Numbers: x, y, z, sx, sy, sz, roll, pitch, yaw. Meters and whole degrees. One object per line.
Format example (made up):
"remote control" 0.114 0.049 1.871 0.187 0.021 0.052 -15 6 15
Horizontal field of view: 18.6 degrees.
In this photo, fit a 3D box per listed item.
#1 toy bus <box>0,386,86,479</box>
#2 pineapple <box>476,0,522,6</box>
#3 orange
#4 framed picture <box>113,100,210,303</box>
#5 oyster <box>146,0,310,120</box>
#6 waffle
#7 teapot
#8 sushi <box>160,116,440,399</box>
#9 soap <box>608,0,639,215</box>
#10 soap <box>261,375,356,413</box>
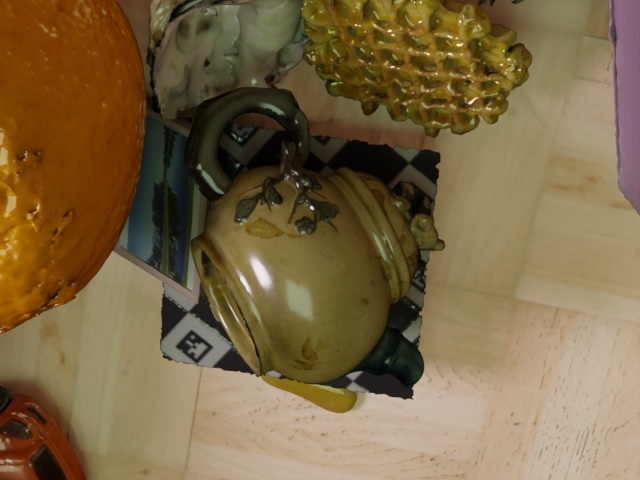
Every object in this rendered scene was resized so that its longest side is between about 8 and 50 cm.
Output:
"toy bus" -0.378 0.253 1.746 0.329 0.153 0.143 -16 120 14
"pineapple" 0.138 -0.235 1.390 0.176 0.137 0.161 -25 115 21
"orange" -0.289 -0.100 1.440 0.340 0.293 0.340 7 138 6
"framed picture" -0.127 -0.035 1.579 0.109 0.011 0.149 29 127 35
"oyster" -0.058 -0.176 1.499 0.191 0.081 0.163 -24 141 4
"waffle" 0.069 -0.140 1.470 0.191 0.038 0.191 16 154 8
"teapot" 0.000 0.000 1.502 0.182 0.173 0.269 -26 99 -12
"sushi" -0.017 0.006 1.613 0.220 0.047 0.231 9 118 7
"soap" 0.347 -0.168 1.378 0.285 0.107 0.296 -11 120 -10
"soap" -0.010 0.126 1.703 0.089 0.012 0.034 24 121 -8
